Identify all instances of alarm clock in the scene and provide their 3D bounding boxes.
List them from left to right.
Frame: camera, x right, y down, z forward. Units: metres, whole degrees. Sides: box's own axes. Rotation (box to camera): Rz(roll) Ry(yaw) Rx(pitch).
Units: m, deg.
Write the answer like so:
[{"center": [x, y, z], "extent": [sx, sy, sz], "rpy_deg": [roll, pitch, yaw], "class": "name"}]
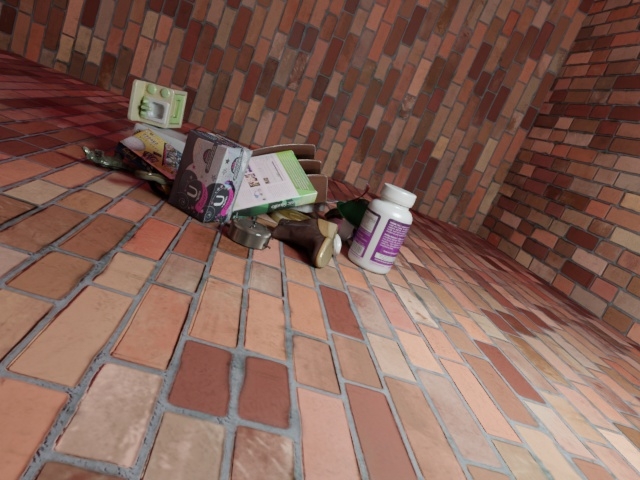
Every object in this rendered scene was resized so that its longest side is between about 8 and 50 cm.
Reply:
[{"center": [-0.234, -0.031, 1.422], "extent": [0.191, 0.064, 0.129], "rpy_deg": [18, 15, -6], "class": "alarm clock"}]

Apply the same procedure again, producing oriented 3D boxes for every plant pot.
[{"center": [-0.096, -0.081, 1.870], "extent": [0.236, 0.033, 0.236], "rpy_deg": [22, 15, -6], "class": "plant pot"}]

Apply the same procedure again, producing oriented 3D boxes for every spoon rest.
[{"center": [0.084, -0.046, 1.966], "extent": [0.137, 0.084, 0.276], "rpy_deg": [23, 1, -6], "class": "spoon rest"}]

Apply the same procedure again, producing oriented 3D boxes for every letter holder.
[{"center": [-0.134, -0.257, 1.847], "extent": [0.301, 0.215, 0.152], "rpy_deg": [-11, 34, -22], "class": "letter holder"}]

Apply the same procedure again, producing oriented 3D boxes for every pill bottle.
[{"center": [0.228, -0.045, 1.680], "extent": [0.169, 0.302, 0.169], "rpy_deg": [21, 14, -6], "class": "pill bottle"}]

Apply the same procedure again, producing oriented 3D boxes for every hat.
[{"center": [0.181, -0.157, 1.834], "extent": [0.172, 0.184, 0.209], "rpy_deg": [26, 25, -21], "class": "hat"}]

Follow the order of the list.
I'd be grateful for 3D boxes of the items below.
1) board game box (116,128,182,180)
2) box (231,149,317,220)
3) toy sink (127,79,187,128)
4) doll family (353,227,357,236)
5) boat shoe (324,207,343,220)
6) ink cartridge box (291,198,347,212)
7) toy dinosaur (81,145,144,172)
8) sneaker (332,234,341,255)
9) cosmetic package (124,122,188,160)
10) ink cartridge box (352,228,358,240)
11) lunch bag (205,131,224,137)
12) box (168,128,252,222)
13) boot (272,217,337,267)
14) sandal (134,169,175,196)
[{"center": [-0.571, -0.289, 1.660], "extent": [0.243, 0.042, 0.165], "rpy_deg": [37, 34, -1], "class": "board game box"}, {"center": [-0.203, -0.204, 1.672], "extent": [0.321, 0.059, 0.233], "rpy_deg": [-15, 59, -23], "class": "box"}, {"center": [-0.626, -0.526, 1.817], "extent": [0.131, 0.153, 0.234], "rpy_deg": [16, 14, 2], "class": "toy sink"}, {"center": [0.205, -0.045, 2.034], "extent": [0.192, 0.112, 0.076], "rpy_deg": [31, 16, 28], "class": "doll family"}, {"center": [0.082, -0.114, 2.099], "extent": [0.060, 0.064, 0.178], "rpy_deg": [54, -23, -12], "class": "boat shoe"}, {"center": [-0.019, -0.160, 2.072], "extent": [0.260, 0.066, 0.296], "rpy_deg": [12, 9, 14], "class": "ink cartridge box"}, {"center": [-0.708, -0.276, 1.597], "extent": [0.118, 0.064, 0.268], "rpy_deg": [38, 15, 31], "class": "toy dinosaur"}, {"center": [0.000, 0.000, 1.668], "extent": [0.094, 0.080, 0.212], "rpy_deg": [1, 17, -24], "class": "sneaker"}, {"center": [-0.529, -0.322, 1.842], "extent": [0.384, 0.156, 0.217], "rpy_deg": [25, 14, 3], "class": "cosmetic package"}, {"center": [0.210, 0.001, 1.906], "extent": [0.046, 0.097, 0.207], "rpy_deg": [15, 17, -30], "class": "ink cartridge box"}, {"center": [-0.401, -0.359, 1.730], "extent": [0.098, 0.067, 0.065], "rpy_deg": [13, 18, -24], "class": "lunch bag"}, {"center": [-0.348, -0.200, 1.472], "extent": [0.163, 0.248, 0.142], "rpy_deg": [28, 17, 21], "class": "box"}, {"center": [-0.062, 0.004, 1.546], "extent": [0.206, 0.090, 0.249], "rpy_deg": [5, 32, 10], "class": "boot"}, {"center": [-0.510, -0.174, 1.496], "extent": [0.089, 0.060, 0.219], "rpy_deg": [10, -3, 18], "class": "sandal"}]
